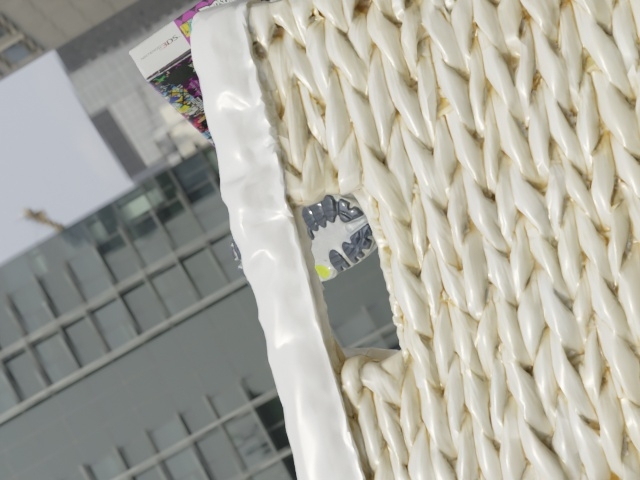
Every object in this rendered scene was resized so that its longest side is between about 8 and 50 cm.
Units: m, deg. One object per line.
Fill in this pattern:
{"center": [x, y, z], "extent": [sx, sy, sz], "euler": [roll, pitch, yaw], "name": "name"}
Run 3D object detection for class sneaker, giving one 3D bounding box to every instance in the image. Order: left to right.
{"center": [0.000, 0.000, 1.277], "extent": [0.275, 0.110, 0.107], "euler": [-22, 99, 49], "name": "sneaker"}

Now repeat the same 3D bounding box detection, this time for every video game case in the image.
{"center": [-0.049, -0.184, 1.101], "extent": [0.042, 0.210, 0.232], "euler": [57, -176, 16], "name": "video game case"}

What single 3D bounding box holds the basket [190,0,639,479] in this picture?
{"center": [0.125, -0.006, 0.726], "extent": [0.331, 0.266, 0.328], "euler": [-10, -94, -70], "name": "basket"}
